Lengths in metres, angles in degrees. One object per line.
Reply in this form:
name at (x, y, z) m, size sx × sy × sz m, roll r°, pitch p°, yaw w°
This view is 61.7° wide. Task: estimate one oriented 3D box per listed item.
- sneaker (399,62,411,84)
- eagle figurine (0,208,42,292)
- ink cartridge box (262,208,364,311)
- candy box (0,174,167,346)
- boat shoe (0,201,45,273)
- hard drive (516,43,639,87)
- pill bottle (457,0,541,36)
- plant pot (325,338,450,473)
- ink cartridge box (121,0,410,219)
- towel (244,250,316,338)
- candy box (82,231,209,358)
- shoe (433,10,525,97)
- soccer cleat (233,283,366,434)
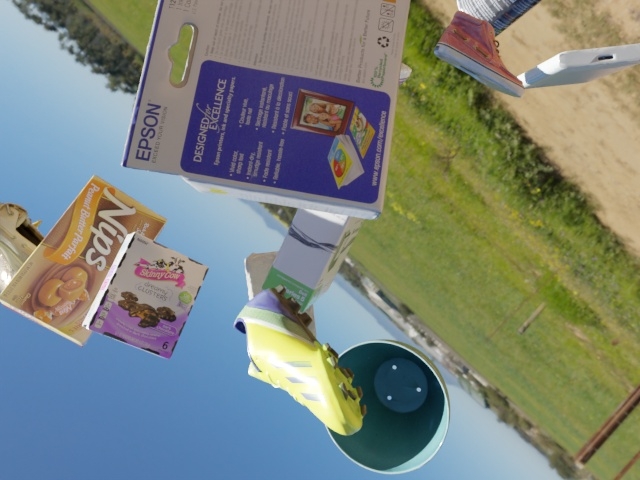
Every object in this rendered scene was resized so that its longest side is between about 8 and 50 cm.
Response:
sneaker at (0.108, -0.367, 1.349) m, size 0.102 × 0.282 × 0.161 m, roll 42°, pitch 138°, yaw 31°
eagle figurine at (-0.826, 0.019, 1.410) m, size 0.226 × 0.225 × 0.298 m, roll 21°, pitch -163°, yaw -8°
ink cartridge box at (0.000, 0.000, 1.218) m, size 0.114 × 0.273 × 0.198 m, roll 29°, pitch -164°, yaw 11°
candy box at (-0.490, 0.041, 1.136) m, size 0.182 × 0.317 × 0.087 m, roll 33°, pitch 154°, yaw -12°
boat shoe at (-0.699, -0.040, 1.202) m, size 0.302 × 0.098 × 0.109 m, roll 53°, pitch -173°, yaw -12°
hard drive at (0.630, -0.422, 1.317) m, size 0.307 × 0.202 × 0.040 m, roll -64°, pitch -31°, yaw -82°
pill bottle at (0.413, -0.540, 1.099) m, size 0.130 × 0.130 × 0.245 m, roll 43°, pitch 138°, yaw -15°
plant pot at (0.168, 0.364, 1.263) m, size 0.290 × 0.290 × 0.195 m, roll 42°, pitch -166°, yaw 15°
ink cartridge box at (-0.056, -0.197, 0.671) m, size 0.307 × 0.304 × 0.072 m, roll 10°, pitch 169°, yaw -3°
towel at (-0.115, 0.168, 1.550) m, size 0.049 × 0.187 × 0.283 m, roll -169°, pitch 74°, yaw -77°
candy box at (-0.333, 0.107, 1.037) m, size 0.164 × 0.196 × 0.070 m, roll 29°, pitch 161°, yaw -26°
shoe at (0.289, -0.319, 0.921) m, size 0.177 × 0.081 × 0.063 m, roll 26°, pitch -169°, yaw -8°
soccer cleat at (-0.038, 0.181, 0.772) m, size 0.289 × 0.121 × 0.093 m, roll 47°, pitch 175°, yaw 47°
